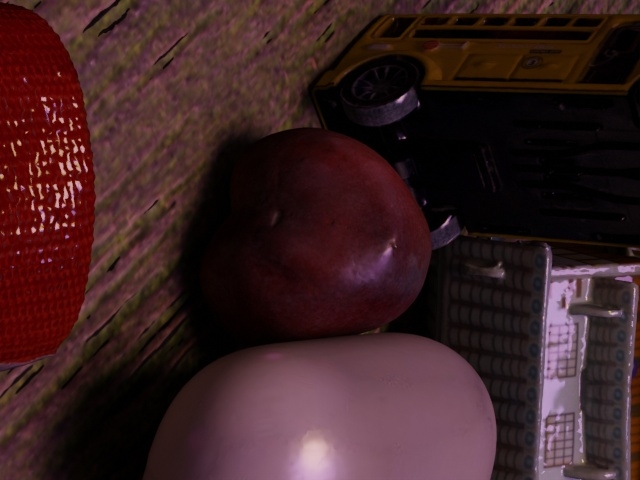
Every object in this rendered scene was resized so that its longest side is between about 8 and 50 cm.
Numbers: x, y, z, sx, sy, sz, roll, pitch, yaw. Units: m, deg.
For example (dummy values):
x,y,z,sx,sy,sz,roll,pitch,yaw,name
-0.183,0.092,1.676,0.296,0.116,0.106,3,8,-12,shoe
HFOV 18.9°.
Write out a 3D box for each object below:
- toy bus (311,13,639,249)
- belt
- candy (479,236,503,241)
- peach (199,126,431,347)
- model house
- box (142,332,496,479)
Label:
x,y,z,sx,sy,sz,roll,pitch,yaw,name
0.170,-0.082,1.334,0.151,0.331,0.145,-55,138,-40,toy bus
-0.188,-0.025,0.994,0.124,0.128,0.200,-11,103,-54,belt
0.146,-0.024,1.583,0.030,0.020,0.083,35,69,-53,candy
0.000,0.000,1.262,0.152,0.152,0.152,-15,108,-54,peach
0.181,0.097,1.487,0.215,0.198,0.224,-4,100,-31,model house
-0.020,0.229,1.231,0.289,0.141,0.349,-1,111,-55,box
